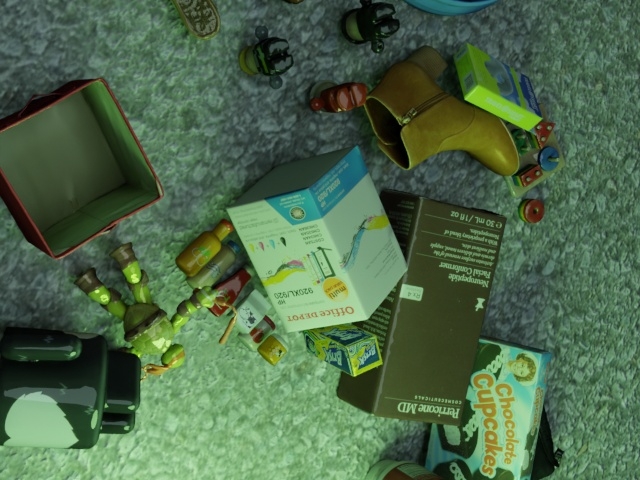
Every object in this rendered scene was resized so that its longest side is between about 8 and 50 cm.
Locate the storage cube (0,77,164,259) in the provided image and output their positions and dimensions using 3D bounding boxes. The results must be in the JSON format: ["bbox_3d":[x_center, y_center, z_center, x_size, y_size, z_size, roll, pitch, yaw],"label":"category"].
[{"bbox_3d":[-0.365,-0.109,1.461,0.183,0.193,0.215,-33,109,-19],"label":"storage cube"}]

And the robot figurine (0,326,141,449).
[{"bbox_3d":[-0.402,0.216,1.483,0.278,0.173,0.209,6,99,-15],"label":"robot figurine"}]

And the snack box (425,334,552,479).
[{"bbox_3d":[0.295,0.338,1.851,0.060,0.187,0.322,5,95,-56],"label":"snack box"}]

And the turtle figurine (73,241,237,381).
[{"bbox_3d":[-0.280,0.126,1.569,0.269,0.087,0.217,-35,96,18],"label":"turtle figurine"}]

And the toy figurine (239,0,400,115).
[{"bbox_3d":[-0.003,-0.319,1.646,0.209,0.148,0.213,24,88,-21],"label":"toy figurine"}]

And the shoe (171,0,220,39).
[{"bbox_3d":[-0.215,-0.411,1.576,0.076,0.058,0.219,-21,103,-2],"label":"shoe"}]

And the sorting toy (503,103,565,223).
[{"bbox_3d":[0.391,-0.175,1.908,0.132,0.046,0.275,-32,109,-19],"label":"sorting toy"}]

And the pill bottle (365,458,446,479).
[{"bbox_3d":[0.166,0.456,1.787,0.121,0.216,0.121,-3,98,-26],"label":"pill bottle"}]

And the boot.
[{"bbox_3d":[0.202,-0.174,1.752,0.295,0.104,0.211,49,52,-12],"label":"boot"}]

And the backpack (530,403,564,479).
[{"bbox_3d":[0.365,0.367,1.931,0.152,0.115,0.182,-25,110,-36],"label":"backpack"}]

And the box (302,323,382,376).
[{"bbox_3d":[0.033,0.172,1.709,0.059,0.169,0.054,-21,106,-23],"label":"box"}]

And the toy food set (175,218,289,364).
[{"bbox_3d":[-0.123,0.082,1.647,0.232,0.111,0.104,47,73,-8],"label":"toy food set"}]

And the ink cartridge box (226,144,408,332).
[{"bbox_3d":[0.000,0.000,1.637,0.168,0.171,0.233,-46,117,-49],"label":"ink cartridge box"}]

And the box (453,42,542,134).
[{"bbox_3d":[0.316,-0.262,1.793,0.178,0.042,0.109,20,45,-32],"label":"box"}]

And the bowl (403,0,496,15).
[{"bbox_3d":[0.236,-0.587,1.758,0.391,0.077,0.391,-4,98,-26],"label":"bowl"}]

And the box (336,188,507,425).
[{"bbox_3d":[0.174,0.117,1.791,0.191,0.143,0.382,11,94,-27],"label":"box"}]
